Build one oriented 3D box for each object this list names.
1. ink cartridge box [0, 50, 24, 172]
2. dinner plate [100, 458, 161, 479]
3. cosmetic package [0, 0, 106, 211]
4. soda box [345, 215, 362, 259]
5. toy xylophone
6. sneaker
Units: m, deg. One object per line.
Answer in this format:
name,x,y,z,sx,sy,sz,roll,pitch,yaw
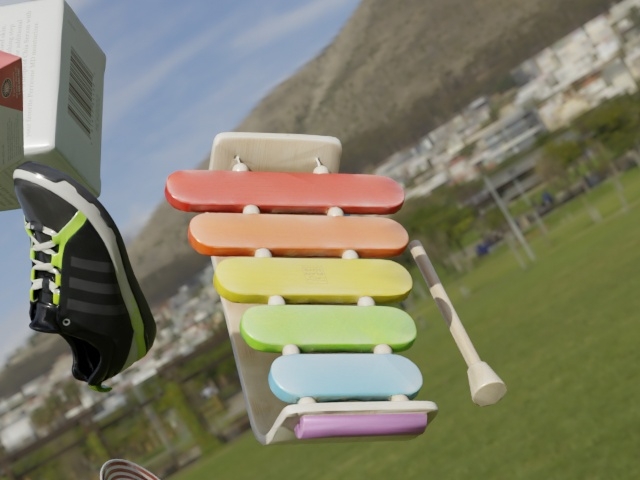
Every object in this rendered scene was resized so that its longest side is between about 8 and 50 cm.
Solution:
ink cartridge box,-0.365,-0.097,1.211,0.198,0.067,0.115,-43,-33,-52
dinner plate,-0.176,0.284,1.339,0.017,0.141,0.141,-44,-6,12
cosmetic package,-0.528,-0.158,1.738,0.453,0.230,0.161,-6,-24,12
soda box,0.000,0.000,1.653,0.067,0.210,0.071,-25,-17,35
toy xylophone,0.016,0.040,1.029,0.236,0.323,0.081,-5,-45,-25
sneaker,-0.223,0.041,1.163,0.084,0.235,0.097,11,45,44
